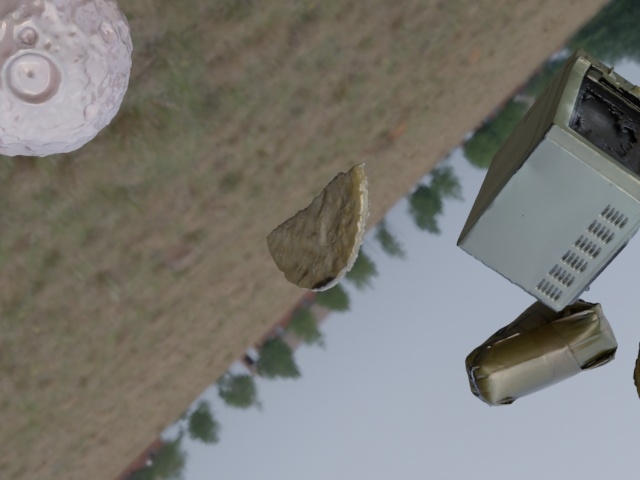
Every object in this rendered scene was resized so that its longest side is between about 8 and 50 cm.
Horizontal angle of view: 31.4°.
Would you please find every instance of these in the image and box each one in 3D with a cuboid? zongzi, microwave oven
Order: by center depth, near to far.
[{"bbox_3d":[0.398,-0.095,1.783,0.286,0.218,0.355,-57,180,32],"label":"microwave oven"},{"bbox_3d":[0.352,0.173,1.978,0.260,0.123,0.289,-24,-168,-4],"label":"zongzi"}]

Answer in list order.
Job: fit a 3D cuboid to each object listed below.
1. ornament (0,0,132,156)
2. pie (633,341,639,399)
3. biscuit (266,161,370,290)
[{"bbox_3d":[-0.356,-0.230,1.403,0.259,0.259,0.225,-45,-153,8],"label":"ornament"},{"bbox_3d":[0.549,0.194,1.688,0.079,0.163,0.193,62,37,-59],"label":"pie"},{"bbox_3d":[0.003,0.001,1.578,0.032,0.133,0.250,0,156,-34],"label":"biscuit"}]
